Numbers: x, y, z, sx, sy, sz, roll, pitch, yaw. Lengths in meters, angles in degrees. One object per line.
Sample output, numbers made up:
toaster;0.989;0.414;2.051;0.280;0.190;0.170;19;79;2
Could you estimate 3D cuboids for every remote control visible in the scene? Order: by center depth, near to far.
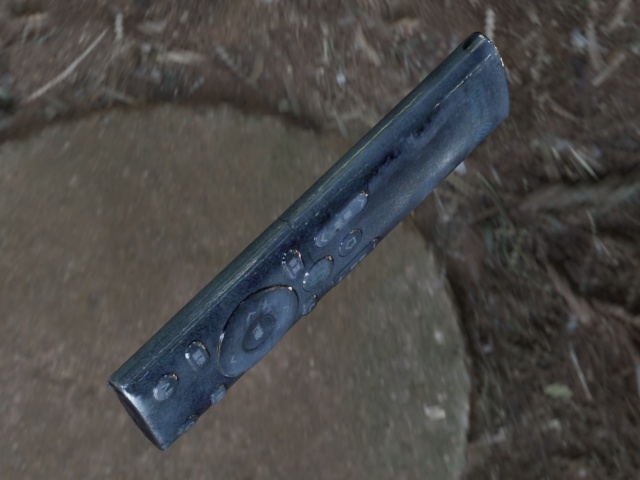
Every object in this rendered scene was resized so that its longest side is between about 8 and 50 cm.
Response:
remote control;0.000;0.000;1.304;0.377;0.044;0.107;-44;146;-15
